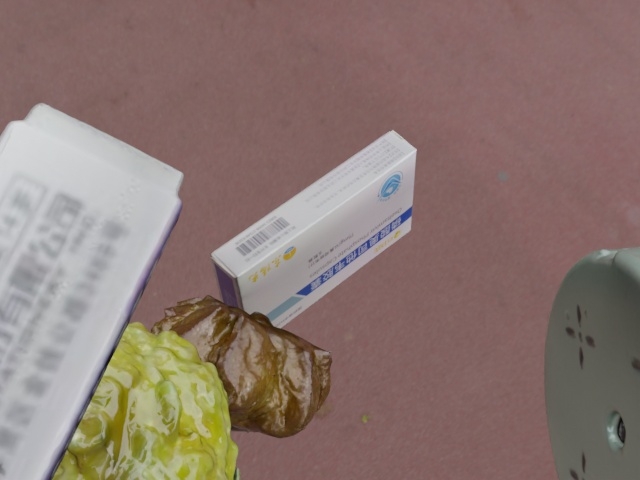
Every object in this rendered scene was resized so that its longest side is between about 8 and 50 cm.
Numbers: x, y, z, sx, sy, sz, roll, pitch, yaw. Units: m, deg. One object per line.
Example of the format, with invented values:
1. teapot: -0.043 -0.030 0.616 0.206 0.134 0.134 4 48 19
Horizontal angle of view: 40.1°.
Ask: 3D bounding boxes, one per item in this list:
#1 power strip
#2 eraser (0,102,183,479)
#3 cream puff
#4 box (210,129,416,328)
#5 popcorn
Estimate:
1. power strip: 0.343 0.178 0.810 0.161 0.357 0.358 -4 62 -8
2. eraser: -0.153 0.089 0.374 0.081 0.124 0.279 26 74 -10
3. cream puff: -0.111 0.161 1.093 0.241 0.269 0.155 26 86 -24
4. box: 0.000 0.000 1.319 0.343 0.200 0.065 -36 59 -22
5. popcorn: -0.195 0.208 0.805 0.236 0.252 0.206 22 13 0
